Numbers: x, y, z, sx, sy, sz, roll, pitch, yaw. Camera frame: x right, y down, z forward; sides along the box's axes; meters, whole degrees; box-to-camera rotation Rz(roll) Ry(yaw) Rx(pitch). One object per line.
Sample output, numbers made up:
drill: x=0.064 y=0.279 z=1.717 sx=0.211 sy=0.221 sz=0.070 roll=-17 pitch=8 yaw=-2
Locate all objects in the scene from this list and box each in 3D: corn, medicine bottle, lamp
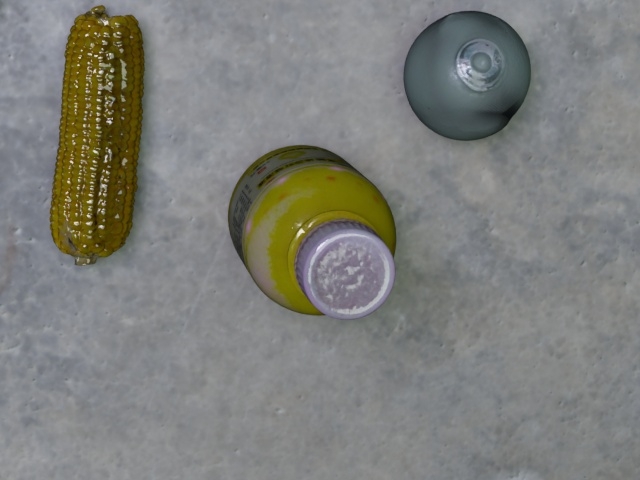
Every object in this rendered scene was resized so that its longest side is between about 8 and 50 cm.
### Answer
corn: x=-0.175 y=-0.081 z=1.092 sx=0.068 sy=0.068 sz=0.207 roll=6 pitch=100 yaw=-13
medicine bottle: x=0.000 y=0.000 z=1.069 sx=0.122 sy=0.212 sz=0.121 roll=-3 pitch=103 yaw=-11
lamp: x=0.119 y=-0.133 z=1.119 sx=0.105 sy=0.105 sz=0.105 roll=-3 pitch=103 yaw=-11
